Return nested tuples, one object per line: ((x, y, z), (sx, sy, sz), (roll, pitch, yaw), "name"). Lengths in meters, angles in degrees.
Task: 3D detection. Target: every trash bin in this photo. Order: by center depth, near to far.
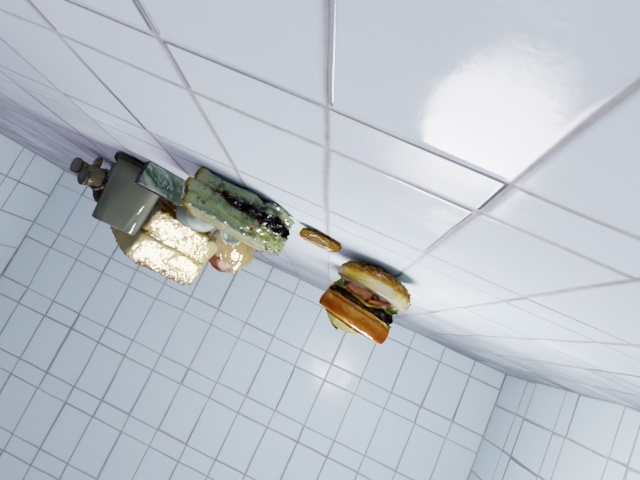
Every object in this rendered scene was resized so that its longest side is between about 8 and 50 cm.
((-0.716, -0.167, 1.648), (0.220, 0.250, 0.219), (28, 176, -16), "trash bin")

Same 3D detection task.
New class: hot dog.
((0.001, -0.001, 1.361), (0.144, 0.038, 0.062), (26, 168, -17), "hot dog")

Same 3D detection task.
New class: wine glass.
((-0.433, -0.082, 1.712), (0.321, 0.143, 0.143), (18, 168, 34), "wine glass")

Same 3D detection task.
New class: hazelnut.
((-0.474, 0.060, 2.279), (0.261, 0.241, 0.261), (-7, 141, -6), "hazelnut")

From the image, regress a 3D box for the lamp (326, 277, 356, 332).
((0.156, 0.266, 1.857), (0.250, 0.250, 0.284), (20, -172, 26), "lamp")

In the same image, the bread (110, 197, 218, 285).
((-0.697, -0.026, 1.967), (0.371, 0.279, 0.390), (35, -176, -42), "bread")

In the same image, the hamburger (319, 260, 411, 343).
((0.157, 0.198, 1.477), (0.291, 0.225, 0.291), (32, 173, 4), "hamburger")

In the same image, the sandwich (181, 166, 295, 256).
((-0.240, -0.075, 1.306), (0.326, 0.131, 0.262), (29, 169, -5), "sandwich")

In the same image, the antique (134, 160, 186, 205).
((-0.548, -0.196, 1.546), (0.183, 0.088, 0.086), (30, 170, -31), "antique")

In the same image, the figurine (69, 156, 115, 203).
((-0.968, -0.244, 1.996), (0.248, 0.203, 0.380), (26, 170, 18), "figurine")
